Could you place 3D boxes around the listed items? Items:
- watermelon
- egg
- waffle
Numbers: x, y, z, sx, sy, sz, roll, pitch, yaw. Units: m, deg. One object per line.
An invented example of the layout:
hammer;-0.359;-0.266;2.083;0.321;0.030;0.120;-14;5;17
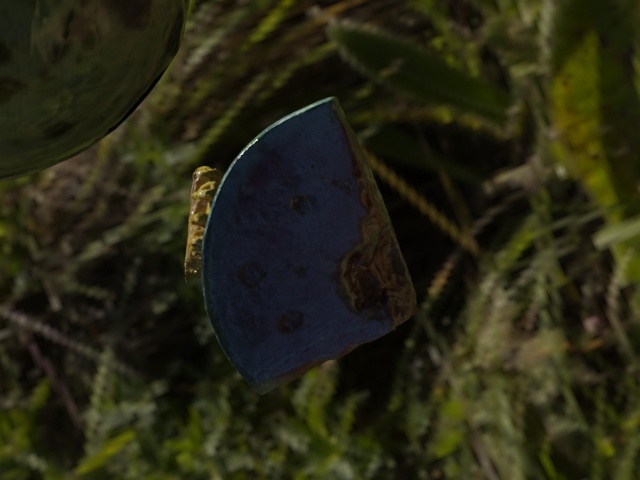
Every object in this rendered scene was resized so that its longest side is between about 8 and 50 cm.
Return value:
watermelon;0.000;0.000;2.043;0.148;0.226;0.318;-62;-13;-75
egg;-0.275;-0.178;1.302;0.287;0.379;0.288;-176;90;-83
waffle;-0.138;0.000;2.347;0.192;0.046;0.161;100;172;-49
